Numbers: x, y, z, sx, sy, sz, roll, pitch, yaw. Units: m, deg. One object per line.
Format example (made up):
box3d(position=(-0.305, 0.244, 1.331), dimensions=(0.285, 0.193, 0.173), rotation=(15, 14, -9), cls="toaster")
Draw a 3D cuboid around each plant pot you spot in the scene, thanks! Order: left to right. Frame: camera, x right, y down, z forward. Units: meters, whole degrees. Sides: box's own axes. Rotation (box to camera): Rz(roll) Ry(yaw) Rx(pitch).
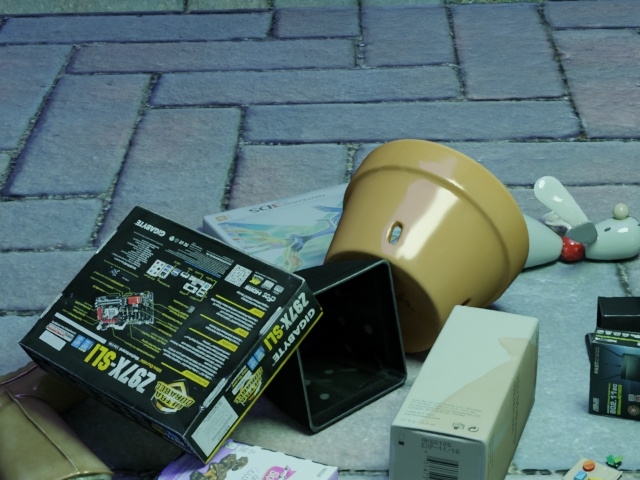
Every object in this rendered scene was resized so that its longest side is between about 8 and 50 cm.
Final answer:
box3d(position=(-0.013, 0.130, 2.070), dimensions=(0.187, 0.188, 0.167), rotation=(-25, 24, -37), cls="plant pot")
box3d(position=(0.133, 0.025, 2.180), dimensions=(0.290, 0.291, 0.203), rotation=(14, 47, 30), cls="plant pot")

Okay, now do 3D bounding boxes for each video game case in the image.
box3d(position=(0.000, 0.000, 2.481), dimensions=(0.299, 0.036, 0.329), rotation=(-14, 29, -22), cls="video game case")

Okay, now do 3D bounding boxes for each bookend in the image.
box3d(position=(0.463, 0.091, 2.122), dimensions=(0.157, 0.156, 0.072), rotation=(-1, 26, 4), cls="bookend")

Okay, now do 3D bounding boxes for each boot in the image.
box3d(position=(-0.336, 0.253, 1.950), dimensions=(0.236, 0.089, 0.269), rotation=(-25, 34, -22), cls="boot")

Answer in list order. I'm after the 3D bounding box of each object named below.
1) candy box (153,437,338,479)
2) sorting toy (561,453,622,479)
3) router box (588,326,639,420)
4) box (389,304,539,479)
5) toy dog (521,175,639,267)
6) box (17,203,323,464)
box3d(position=(-0.099, 0.321, 1.797), dimensions=(0.196, 0.070, 0.165), rotation=(11, 29, 26), cls="candy box")
box3d(position=(0.351, 0.291, 1.886), dimensions=(0.062, 0.012, 0.083), rotation=(15, 31, 31), cls="sorting toy")
box3d(position=(0.408, 0.180, 1.983), dimensions=(0.092, 0.122, 0.038), rotation=(7, 32, 18), cls="router box")
box3d(position=(0.188, 0.221, 1.897), dimensions=(0.121, 0.148, 0.311), rotation=(8, 29, 18), cls="box")
box3d(position=(0.345, -0.036, 2.384), dimensions=(0.333, 0.161, 0.220), rotation=(-15, 29, -24), cls="toy dog")
box3d(position=(-0.197, 0.112, 1.925), dimensions=(0.322, 0.079, 0.257), rotation=(22, 66, 35), cls="box")
